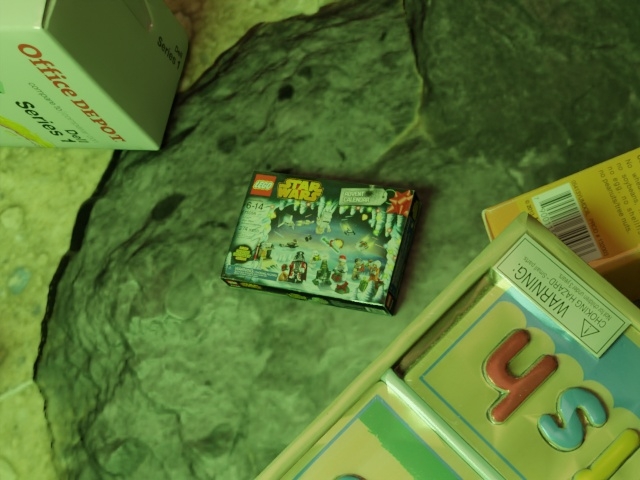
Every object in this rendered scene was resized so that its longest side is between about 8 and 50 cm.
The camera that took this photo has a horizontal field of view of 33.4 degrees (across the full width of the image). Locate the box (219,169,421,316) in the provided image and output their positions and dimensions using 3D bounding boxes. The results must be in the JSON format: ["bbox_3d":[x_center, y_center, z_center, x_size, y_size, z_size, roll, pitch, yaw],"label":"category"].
[{"bbox_3d":[0.000,0.000,0.810,0.137,0.027,0.094,8,70,22],"label":"box"}]

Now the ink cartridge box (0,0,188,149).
[{"bbox_3d":[-0.280,-0.168,0.880,0.278,0.201,0.117,3,70,20],"label":"ink cartridge box"}]

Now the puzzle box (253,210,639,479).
[{"bbox_3d":[0.168,0.211,0.585,0.409,0.052,0.272,43,81,16],"label":"puzzle box"}]

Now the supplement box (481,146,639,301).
[{"bbox_3d":[0.232,-0.018,0.709,0.233,0.078,0.080,-20,61,10],"label":"supplement box"}]
